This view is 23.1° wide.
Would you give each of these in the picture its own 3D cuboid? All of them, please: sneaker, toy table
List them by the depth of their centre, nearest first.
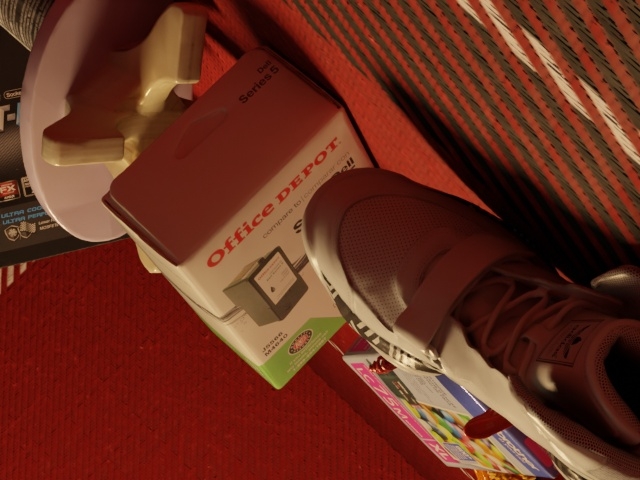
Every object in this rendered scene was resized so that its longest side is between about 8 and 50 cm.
[{"bbox_3d":[0.137,0.052,1.072,0.366,0.137,0.210,38,170,12],"label":"sneaker"},{"bbox_3d":[-0.169,-0.110,1.475,0.161,0.252,0.274,32,132,49],"label":"toy table"}]

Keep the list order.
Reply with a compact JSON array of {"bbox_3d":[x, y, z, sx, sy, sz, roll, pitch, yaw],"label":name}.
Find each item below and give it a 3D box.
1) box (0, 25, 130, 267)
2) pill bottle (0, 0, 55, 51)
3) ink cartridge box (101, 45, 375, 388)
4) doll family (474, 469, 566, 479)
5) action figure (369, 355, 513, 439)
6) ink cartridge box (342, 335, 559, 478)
[{"bbox_3d":[-0.367,-0.120,1.803,0.073,0.296,0.293,-152,51,-69],"label":"box"},{"bbox_3d":[-0.287,-0.272,1.593,0.246,0.130,0.130,41,171,30],"label":"pill bottle"},{"bbox_3d":[-0.046,-0.014,1.415,0.115,0.198,0.273,40,171,31],"label":"ink cartridge box"},{"bbox_3d":[0.250,0.290,1.743,0.163,0.118,0.263,47,172,-15],"label":"doll family"},{"bbox_3d":[0.076,0.076,1.321,0.280,0.139,0.091,-96,-10,-69],"label":"action figure"},{"bbox_3d":[0.153,0.164,1.642,0.186,0.065,0.311,46,160,-11],"label":"ink cartridge box"}]
